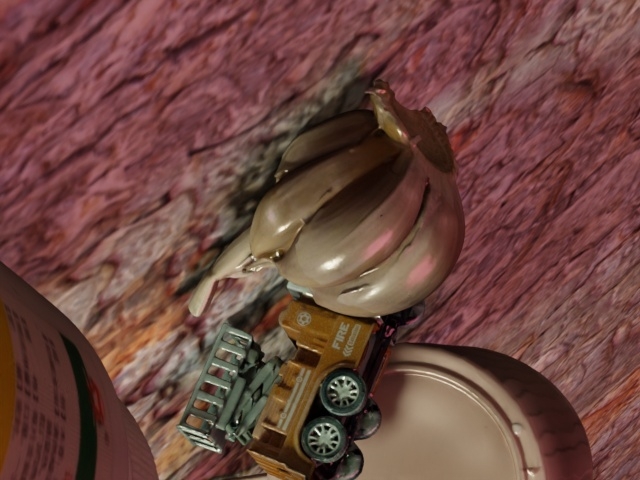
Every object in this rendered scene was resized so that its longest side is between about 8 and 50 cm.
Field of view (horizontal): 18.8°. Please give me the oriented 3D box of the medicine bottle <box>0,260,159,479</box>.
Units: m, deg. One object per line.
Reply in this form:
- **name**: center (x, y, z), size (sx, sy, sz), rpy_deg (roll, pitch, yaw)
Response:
- **medicine bottle**: center (-0.195, 0.096, 0.838), size (0.208, 0.208, 0.339), rpy_deg (-44, 159, -4)

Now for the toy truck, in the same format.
- **toy truck**: center (-0.007, 0.076, 1.312), size (0.177, 0.115, 0.080), rpy_deg (-65, 163, -15)

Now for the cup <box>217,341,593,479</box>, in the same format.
- **cup**: center (0.055, 0.170, 1.471), size (0.273, 0.288, 0.208), rpy_deg (20, 89, -78)

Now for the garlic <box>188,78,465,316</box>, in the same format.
- **garlic**: center (0.000, 0.000, 1.184), size (0.194, 0.127, 0.131), rpy_deg (-29, 165, 10)
